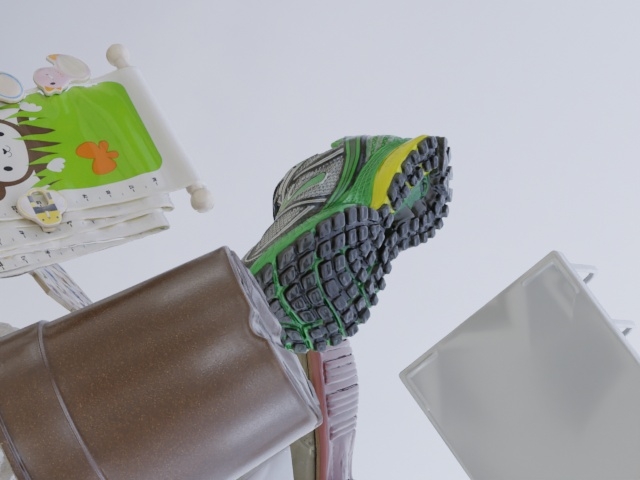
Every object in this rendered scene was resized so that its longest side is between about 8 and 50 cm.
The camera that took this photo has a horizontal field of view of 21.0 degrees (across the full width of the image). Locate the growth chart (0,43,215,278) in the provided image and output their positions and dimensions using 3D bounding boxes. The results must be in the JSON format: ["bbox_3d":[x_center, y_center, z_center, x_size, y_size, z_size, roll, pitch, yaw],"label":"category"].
[{"bbox_3d":[-0.187,-0.046,1.098,0.172,0.237,0.021,51,-38,22],"label":"growth chart"}]

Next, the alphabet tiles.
[{"bbox_3d":[-0.313,0.034,1.946,0.009,0.198,0.237,-47,-139,-1],"label":"alphabet tiles"}]

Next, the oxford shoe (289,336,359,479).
[{"bbox_3d":[-0.028,0.215,1.944,0.130,0.123,0.348,-6,-95,22],"label":"oxford shoe"}]

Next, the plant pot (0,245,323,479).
[{"bbox_3d":[-0.097,0.096,1.054,0.165,0.167,0.167,-28,-154,2],"label":"plant pot"}]

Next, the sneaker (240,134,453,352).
[{"bbox_3d":[0.000,0.000,1.732,0.146,0.134,0.343,7,-150,31],"label":"sneaker"}]

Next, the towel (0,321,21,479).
[{"bbox_3d":[-0.338,0.113,1.240,0.049,0.282,0.187,104,3,-48],"label":"towel"}]

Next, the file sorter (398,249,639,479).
[{"bbox_3d":[0.251,0.178,1.622,0.193,0.277,0.173,-40,164,17],"label":"file sorter"}]

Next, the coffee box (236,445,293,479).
[{"bbox_3d":[-0.157,0.326,1.719,0.119,0.297,0.168,14,-59,35],"label":"coffee box"}]
